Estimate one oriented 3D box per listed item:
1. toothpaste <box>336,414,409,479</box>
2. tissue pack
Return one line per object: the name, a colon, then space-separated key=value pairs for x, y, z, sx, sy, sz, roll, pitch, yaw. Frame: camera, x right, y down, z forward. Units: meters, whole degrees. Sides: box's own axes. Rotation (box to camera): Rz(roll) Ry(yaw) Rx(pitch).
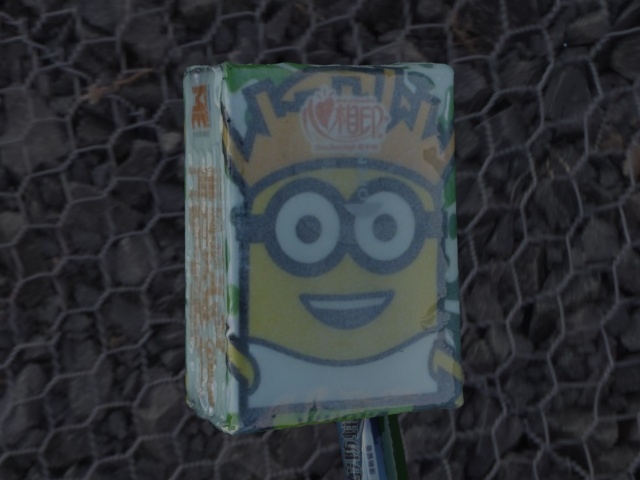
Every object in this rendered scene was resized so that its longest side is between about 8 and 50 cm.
toothpaste: x=0.062 y=0.267 z=1.343 sx=0.061 sy=0.099 sz=0.392 roll=-2 pitch=73 yaw=-31
tissue pack: x=0.000 y=0.000 z=1.212 sx=0.228 sy=0.128 sz=0.311 roll=-3 pitch=95 yaw=-26
